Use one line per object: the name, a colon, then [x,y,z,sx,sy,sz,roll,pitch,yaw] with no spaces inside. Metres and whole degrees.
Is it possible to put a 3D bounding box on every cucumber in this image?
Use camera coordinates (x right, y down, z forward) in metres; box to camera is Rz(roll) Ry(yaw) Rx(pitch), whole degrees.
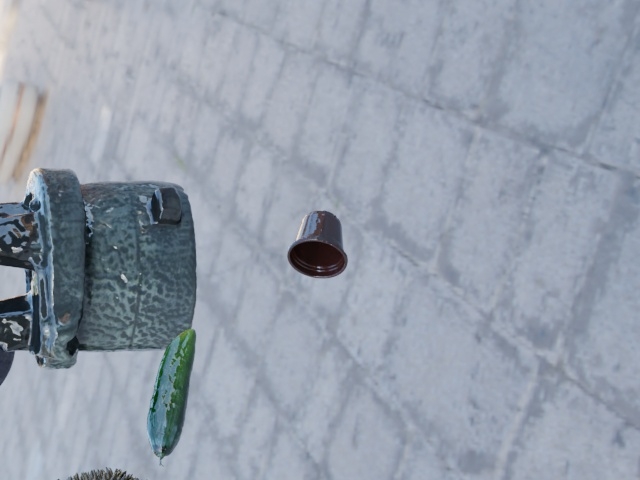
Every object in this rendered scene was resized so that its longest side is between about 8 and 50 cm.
cucumber: [-0.154,0.161,1.091,0.039,0.039,0.167,126,158,-46]

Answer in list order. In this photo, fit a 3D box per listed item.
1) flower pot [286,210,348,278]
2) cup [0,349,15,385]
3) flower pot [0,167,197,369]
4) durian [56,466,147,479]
flower pot: [0.000,0.000,1.877,0.111,0.111,0.089,128,159,-48]
cup: [-0.574,0.187,1.553,0.178,0.256,0.255,-30,68,17]
flower pot: [-0.324,0.044,1.444,0.299,0.283,0.299,-179,90,-70]
durian: [-0.437,0.613,1.993,0.347,0.348,0.384,126,160,-46]
